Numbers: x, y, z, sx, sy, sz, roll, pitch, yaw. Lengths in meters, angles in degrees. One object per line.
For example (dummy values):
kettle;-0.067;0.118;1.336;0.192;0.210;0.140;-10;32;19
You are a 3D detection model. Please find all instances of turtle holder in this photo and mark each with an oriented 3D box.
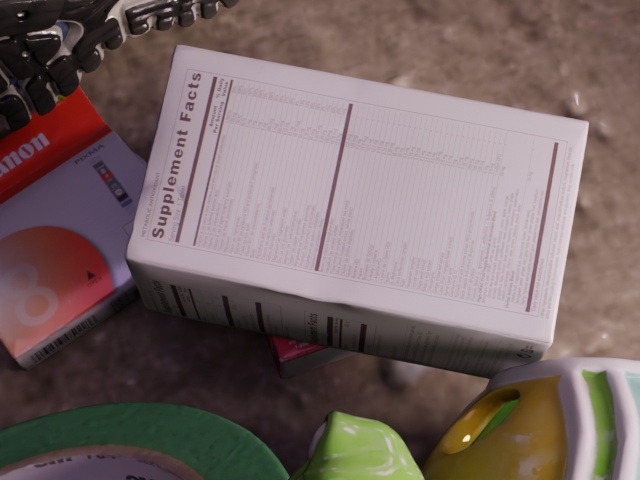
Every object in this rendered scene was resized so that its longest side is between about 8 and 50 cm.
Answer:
turtle holder;0.128;0.187;0.919;0.320;0.243;0.228;4;74;-6

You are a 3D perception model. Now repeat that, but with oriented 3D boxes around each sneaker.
sneaker;-0.199;-0.182;1.114;0.330;0.130;0.147;-27;56;-14

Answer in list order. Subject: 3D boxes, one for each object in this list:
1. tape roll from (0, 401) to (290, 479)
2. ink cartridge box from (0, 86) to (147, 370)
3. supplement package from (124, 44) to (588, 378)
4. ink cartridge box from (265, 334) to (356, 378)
tape roll;-0.153;0.221;0.907;0.321;0.077;0.321;-14;31;9
ink cartridge box;-0.188;-0.025;1.099;0.145;0.045;0.179;-34;78;-9
supplement package;0.021;-0.012;0.975;0.244;0.134;0.139;12;75;3
ink cartridge box;0.000;0.000;1.076;0.109;0.063;0.151;-19;75;-4
